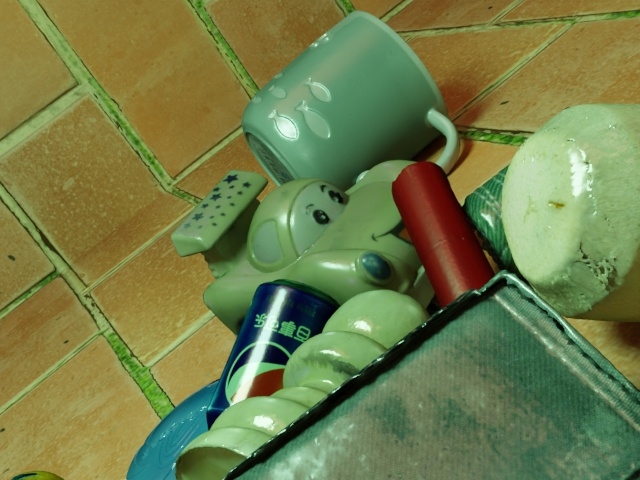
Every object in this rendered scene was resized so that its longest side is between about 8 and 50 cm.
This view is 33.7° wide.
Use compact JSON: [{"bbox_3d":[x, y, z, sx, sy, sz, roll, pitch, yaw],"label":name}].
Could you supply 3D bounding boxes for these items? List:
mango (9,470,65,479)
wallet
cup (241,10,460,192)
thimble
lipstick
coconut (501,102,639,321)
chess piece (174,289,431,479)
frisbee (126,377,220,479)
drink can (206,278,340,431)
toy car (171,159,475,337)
[{"bbox_3d":[-0.390,0.369,1.359,0.233,0.111,0.125,-35,1,41],"label":"mango"},{"bbox_3d":[0.094,0.199,0.855,0.342,0.075,0.237,-37,57,-9],"label":"wallet"},{"bbox_3d":[0.059,-0.172,1.740,0.274,0.259,0.357,-39,50,-9],"label":"cup"},{"bbox_3d":[0.226,-0.021,1.227,0.090,0.118,0.135,-33,21,2],"label":"thimble"},{"bbox_3d":[0.148,0.025,1.162,0.073,0.073,0.279,-31,45,12],"label":"lipstick"},{"bbox_3d":[0.298,-0.029,0.998,0.234,0.224,0.224,-4,12,-17],"label":"coconut"},{"bbox_3d":[0.013,0.175,1.083,0.182,0.182,0.330,-17,20,42],"label":"chess piece"},{"bbox_3d":[-0.160,0.243,1.368,0.242,0.045,0.242,-30,20,12],"label":"frisbee"},{"bbox_3d":[-0.052,0.153,1.215,0.118,0.118,0.205,-7,57,54],"label":"drink can"},{"bbox_3d":[0.000,0.000,1.394,0.336,0.226,0.242,-16,27,46],"label":"toy car"}]
